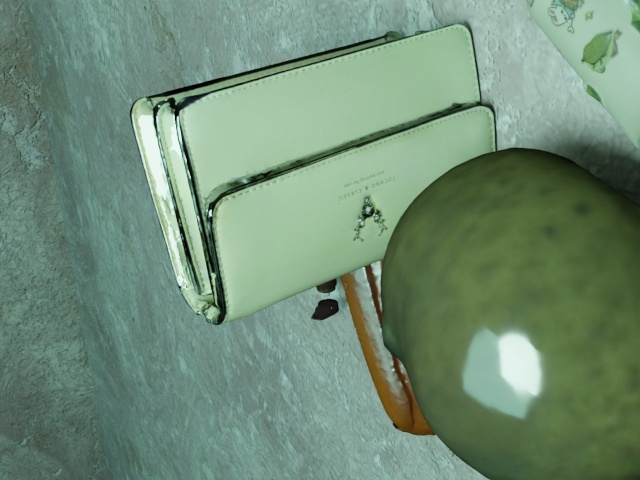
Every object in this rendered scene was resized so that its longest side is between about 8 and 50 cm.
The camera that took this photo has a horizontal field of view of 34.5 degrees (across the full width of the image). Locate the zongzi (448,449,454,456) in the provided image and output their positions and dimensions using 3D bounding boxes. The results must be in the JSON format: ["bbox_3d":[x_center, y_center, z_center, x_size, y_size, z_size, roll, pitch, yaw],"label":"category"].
[{"bbox_3d":[0.233,0.222,1.167,0.187,0.084,0.184,40,142,44],"label":"zongzi"}]

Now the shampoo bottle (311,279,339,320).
[{"bbox_3d":[0.000,0.001,1.493,0.067,0.068,0.236,28,133,52],"label":"shampoo bottle"}]

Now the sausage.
[{"bbox_3d":[0.092,0.109,1.362,0.102,0.102,0.330,-7,102,64],"label":"sausage"}]

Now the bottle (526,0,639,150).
[{"bbox_3d":[0.238,-0.197,0.837,0.253,0.120,0.120,60,152,24],"label":"bottle"}]

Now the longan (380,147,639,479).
[{"bbox_3d":[0.204,0.065,0.917,0.350,0.288,0.288,-123,28,-44],"label":"longan"}]

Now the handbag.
[{"bbox_3d":[0.007,-0.077,1.093,0.160,0.358,0.236,15,121,58],"label":"handbag"}]
